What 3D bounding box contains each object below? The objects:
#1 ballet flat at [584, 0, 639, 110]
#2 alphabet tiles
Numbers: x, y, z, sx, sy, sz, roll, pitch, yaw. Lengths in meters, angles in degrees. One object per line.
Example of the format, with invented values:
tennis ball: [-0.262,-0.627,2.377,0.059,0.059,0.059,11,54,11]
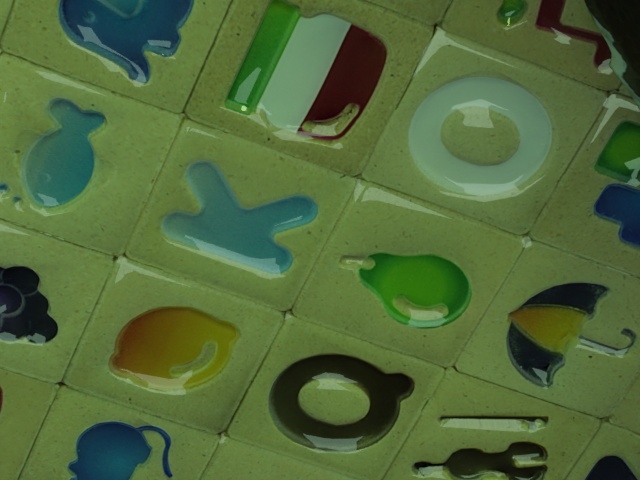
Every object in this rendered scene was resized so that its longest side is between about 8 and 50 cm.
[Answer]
ballet flat: [0.128,-0.080,0.471,0.147,0.147,0.409,-20,121,15]
alphabet tiles: [0.000,0.000,0.591,0.342,0.011,0.285,19,124,-12]
